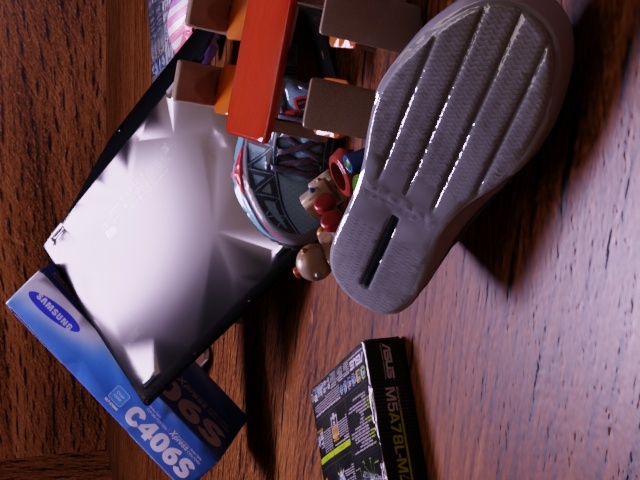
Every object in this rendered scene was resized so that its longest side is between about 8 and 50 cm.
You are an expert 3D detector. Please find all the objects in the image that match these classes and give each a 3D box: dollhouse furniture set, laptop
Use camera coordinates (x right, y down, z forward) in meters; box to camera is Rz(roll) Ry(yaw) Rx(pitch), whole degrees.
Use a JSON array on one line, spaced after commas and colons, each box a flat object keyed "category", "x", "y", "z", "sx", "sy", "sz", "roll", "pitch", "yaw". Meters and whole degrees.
[{"category": "dollhouse furniture set", "x": -0.041, "y": -0.217, "z": 1.039, "sx": 0.262, "sy": 0.135, "sz": 0.259, "roll": 20, "pitch": 101, "yaw": 56}, {"category": "laptop", "x": -0.161, "y": -0.077, "z": 1.520, "sx": 0.382, "sy": 0.236, "sz": 0.408, "roll": -44, "pitch": 74, "yaw": 36}]

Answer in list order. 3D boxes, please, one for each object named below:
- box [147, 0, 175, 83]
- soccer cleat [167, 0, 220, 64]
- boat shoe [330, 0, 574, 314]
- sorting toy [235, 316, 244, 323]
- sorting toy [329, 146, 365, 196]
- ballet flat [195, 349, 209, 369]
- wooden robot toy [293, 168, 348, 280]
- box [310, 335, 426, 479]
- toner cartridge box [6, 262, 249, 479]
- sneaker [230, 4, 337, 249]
[{"category": "box", "x": -0.236, "y": -0.330, "z": 1.934, "sx": 0.232, "sy": 0.059, "sz": 0.183, "roll": 176, "pitch": 91, "yaw": -73}, {"category": "soccer cleat", "x": -0.165, "y": -0.337, "z": 1.665, "sx": 0.095, "sy": 0.083, "sz": 0.248, "roll": -115, "pitch": 29, "yaw": -42}, {"category": "boat shoe", "x": 0.086, "y": -0.068, "z": 0.810, "sx": 0.094, "sy": 0.109, "sz": 0.302, "roll": -51, "pitch": -6, "yaw": -41}, {"category": "sorting toy", "x": -0.211, "y": 0.028, "z": 1.693, "sx": 0.038, "sy": 0.193, "sz": 0.208, "roll": -56, "pitch": 39, "yaw": 39}, {"category": "sorting toy", "x": 0.046, "y": -0.059, "z": 1.070, "sx": 0.102, "sy": 0.042, "sz": 0.061, "roll": 48, "pitch": 155, "yaw": 47}, {"category": "ballet flat", "x": -0.230, "y": 0.150, "z": 1.952, "sx": 0.096, "sy": 0.095, "sz": 0.280, "roll": 29, "pitch": 122, "yaw": 57}, {"category": "wooden robot toy", "x": 0.000, "y": 0.000, "z": 1.104, "sx": 0.076, "sy": 0.079, "sz": 0.173, "roll": 43, "pitch": -163, "yaw": -40}, {"category": "box", "x": 0.044, "y": 0.204, "z": 1.101, "sx": 0.191, "sy": 0.045, "sz": 0.184, "roll": 125, "pitch": 137, "yaw": -63}, {"category": "toner cartridge box", "x": -0.259, "y": 0.170, "z": 1.618, "sx": 0.348, "sy": 0.075, "sz": 0.165, "roll": 47, "pitch": -165, "yaw": -2}, {"category": "sneaker", "x": -0.032, "y": -0.123, "z": 1.199, "sx": 0.125, "sy": 0.104, "sz": 0.262, "roll": 155, "pitch": 110, "yaw": -70}]
